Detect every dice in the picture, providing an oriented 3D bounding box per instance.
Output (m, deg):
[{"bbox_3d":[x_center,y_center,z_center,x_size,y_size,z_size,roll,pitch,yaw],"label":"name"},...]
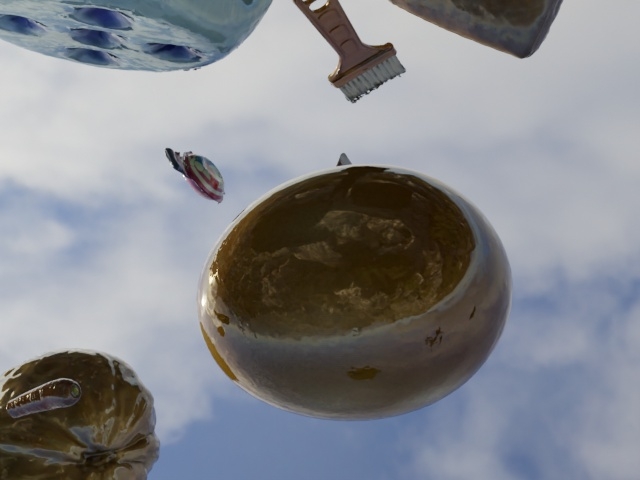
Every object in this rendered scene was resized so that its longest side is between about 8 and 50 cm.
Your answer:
[{"bbox_3d":[-0.205,-0.328,1.186,0.264,0.268,0.262,4,173,30],"label":"dice"}]

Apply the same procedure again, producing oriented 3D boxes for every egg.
[{"bbox_3d":[0.039,0.058,1.310,0.351,0.282,0.282,-10,-148,-11],"label":"egg"}]

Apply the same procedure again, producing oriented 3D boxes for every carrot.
[{"bbox_3d":[-0.295,0.169,1.273,0.093,0.032,0.032,-19,-151,28],"label":"carrot"}]

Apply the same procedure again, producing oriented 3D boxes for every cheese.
[{"bbox_3d":[-0.185,-0.101,1.778,0.038,0.145,0.095,-36,-117,14],"label":"cheese"}]

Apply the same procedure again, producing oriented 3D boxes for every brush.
[{"bbox_3d":[0.026,-0.230,1.366,0.090,0.314,0.017,-29,-109,9],"label":"brush"}]

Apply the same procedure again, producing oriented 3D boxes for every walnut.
[{"bbox_3d":[-0.371,0.298,1.686,0.285,0.285,0.296,3,-102,25],"label":"walnut"}]

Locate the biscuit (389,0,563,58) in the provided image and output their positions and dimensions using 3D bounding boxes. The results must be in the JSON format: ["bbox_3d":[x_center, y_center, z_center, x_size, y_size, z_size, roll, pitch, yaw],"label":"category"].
[{"bbox_3d":[0.089,-0.264,0.784,0.278,0.301,0.043,-26,174,35],"label":"biscuit"}]

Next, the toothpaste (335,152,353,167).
[{"bbox_3d":[0.000,0.000,1.780,0.061,0.096,0.266,11,-117,36],"label":"toothpaste"}]
